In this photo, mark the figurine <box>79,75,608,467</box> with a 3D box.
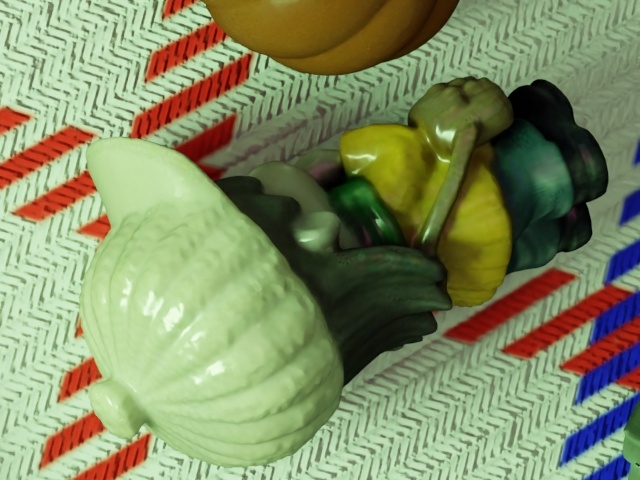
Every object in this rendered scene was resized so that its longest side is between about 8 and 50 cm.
[{"bbox_3d":[0.018,0.021,1.165,0.332,0.185,0.204,-9,55,-11],"label":"figurine"}]

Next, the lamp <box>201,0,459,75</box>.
[{"bbox_3d":[-0.001,-0.208,1.159,0.223,0.196,0.223,23,59,-46],"label":"lamp"}]

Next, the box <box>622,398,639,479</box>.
[{"bbox_3d":[0.303,0.175,1.256,0.210,0.148,0.129,10,93,-12],"label":"box"}]
